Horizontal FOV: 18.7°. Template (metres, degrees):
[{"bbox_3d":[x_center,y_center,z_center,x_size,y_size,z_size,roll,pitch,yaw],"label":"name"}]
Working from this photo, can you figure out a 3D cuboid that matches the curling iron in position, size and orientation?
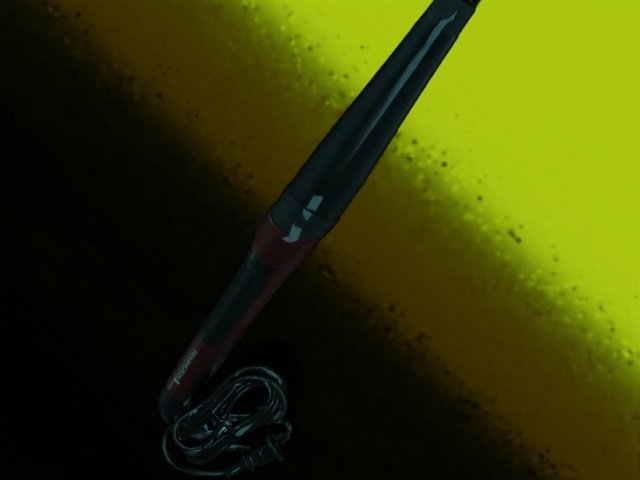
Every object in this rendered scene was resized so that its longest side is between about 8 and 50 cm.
[{"bbox_3d":[0.000,0.000,0.925,0.068,0.035,0.274,27,108,-3],"label":"curling iron"}]
